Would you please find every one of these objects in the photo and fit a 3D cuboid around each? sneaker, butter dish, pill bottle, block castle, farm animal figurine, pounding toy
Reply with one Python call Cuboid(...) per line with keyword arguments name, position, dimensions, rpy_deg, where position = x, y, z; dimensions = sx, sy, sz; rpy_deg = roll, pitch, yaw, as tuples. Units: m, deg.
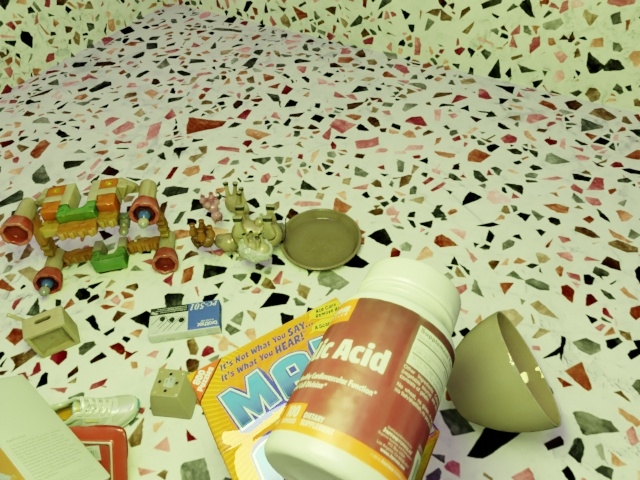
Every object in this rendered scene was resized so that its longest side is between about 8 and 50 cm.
Cuboid(name="sneaker", position=(-0.583, 0.442, 1.233), dimensions=(0.229, 0.092, 0.087), rpy_deg=(-11, 47, -8))
Cuboid(name="butter dish", position=(-0.525, 0.506, 1.162), dimensions=(0.160, 0.159, 0.118), rpy_deg=(0, 5, 3))
Cuboid(name="pill bottle", position=(0.093, 0.229, 0.812), dimensions=(0.224, 0.224, 0.392), rpy_deg=(18, 51, 19))
Cuboid(name="block castle", position=(-0.697, -0.002, 1.504), dimensions=(0.453, 0.303, 0.213), rpy_deg=(-9, 42, -5))
Cuboid(name="farm animal figurine", position=(-0.264, -0.040, 1.600), dimensions=(0.327, 0.172, 0.330), rpy_deg=(10, 38, 15))
Cuboid(name="pounding toy", position=(-0.796, 0.254, 1.390), dimensions=(0.141, 0.130, 0.100), rpy_deg=(-22, 50, -16))

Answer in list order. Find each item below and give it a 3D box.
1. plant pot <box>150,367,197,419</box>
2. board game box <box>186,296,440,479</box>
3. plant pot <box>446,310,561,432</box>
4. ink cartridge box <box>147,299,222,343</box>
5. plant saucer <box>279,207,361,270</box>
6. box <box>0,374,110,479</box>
Cuboid(name="plant pot", position=(-0.386, 0.392, 1.262), dimensions=(0.109, 0.096, 0.109), rpy_deg=(3, 48, 7))
Cuboid(name="board game box", position=(-0.018, 0.420, 1.036), dimensions=(0.357, 0.356, 0.356), rpy_deg=(-25, 52, -18))
Cuboid(name="plant pot", position=(0.416, 0.340, 1.171), dimensions=(0.191, 0.284, 0.284), rpy_deg=(-32, 44, 23))
Cuboid(name="ink cartridge box", position=(-0.400, 0.240, 1.434), dimensions=(0.207, 0.046, 0.097), rpy_deg=(-7, 49, -3))
Cuboid(name="plant saucer", position=(0.000, 0.000, 1.628), dimensions=(0.278, 0.041, 0.278), rpy_deg=(-2, 47, 2))
Cuboid(name="box", position=(-0.671, 0.495, 1.043), dimensions=(0.345, 0.168, 0.215), rpy_deg=(36, 96, 19))
